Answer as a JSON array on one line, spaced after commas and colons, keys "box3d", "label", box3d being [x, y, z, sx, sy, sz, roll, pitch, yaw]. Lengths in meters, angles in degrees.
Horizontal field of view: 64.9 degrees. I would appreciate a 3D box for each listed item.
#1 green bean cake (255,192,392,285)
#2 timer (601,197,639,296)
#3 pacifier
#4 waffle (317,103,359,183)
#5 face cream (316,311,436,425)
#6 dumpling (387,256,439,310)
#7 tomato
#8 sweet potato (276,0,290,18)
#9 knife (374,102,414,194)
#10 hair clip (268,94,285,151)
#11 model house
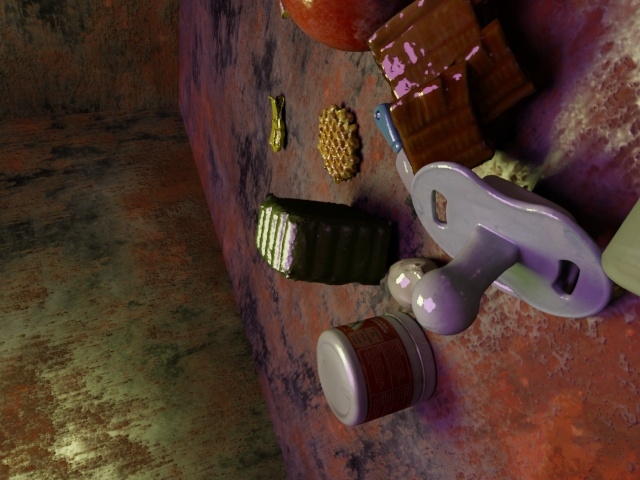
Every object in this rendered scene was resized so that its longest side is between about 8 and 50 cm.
[{"box3d": [0.000, 0.000, 1.103, 0.247, 0.249, 0.156, 33, 117, 61], "label": "green bean cake"}, {"box3d": [0.358, -0.071, 0.259, 0.291, 0.290, 0.315, 36, 109, 60], "label": "timer"}, {"box3d": [0.203, 0.034, 0.650, 0.287, 0.226, 0.238, 39, 158, 31], "label": "pacifier"}, {"box3d": [0.041, -0.231, 1.195, 0.191, 0.038, 0.191, 168, 90, -69], "label": "waffle"}, {"box3d": [0.110, 0.267, 1.063, 0.201, 0.187, 0.201, 169, 90, -69], "label": "face cream"}, {"box3d": [0.180, 0.100, 0.931, 0.169, 0.099, 0.134, 178, 78, -69], "label": "dumpling"}, {"box3d": [0.060, -0.413, 0.745, 0.265, 0.264, 0.265, 169, 90, -68], "label": "tomato"}, {"box3d": [-0.092, -0.642, 1.310, 0.049, 0.049, 0.117, -165, 65, -66], "label": "sweet potato"}, {"box3d": [0.159, -0.153, 0.966, 0.244, 0.032, 0.058, 70, 155, 11], "label": "knife"}, {"box3d": [-0.136, -0.360, 1.558, 0.072, 0.046, 0.173, -136, 41, -60], "label": "hair clip"}, {"box3d": [0.183, -0.208, 0.701, 0.199, 0.219, 0.229, -23, 84, 26], "label": "model house"}]
